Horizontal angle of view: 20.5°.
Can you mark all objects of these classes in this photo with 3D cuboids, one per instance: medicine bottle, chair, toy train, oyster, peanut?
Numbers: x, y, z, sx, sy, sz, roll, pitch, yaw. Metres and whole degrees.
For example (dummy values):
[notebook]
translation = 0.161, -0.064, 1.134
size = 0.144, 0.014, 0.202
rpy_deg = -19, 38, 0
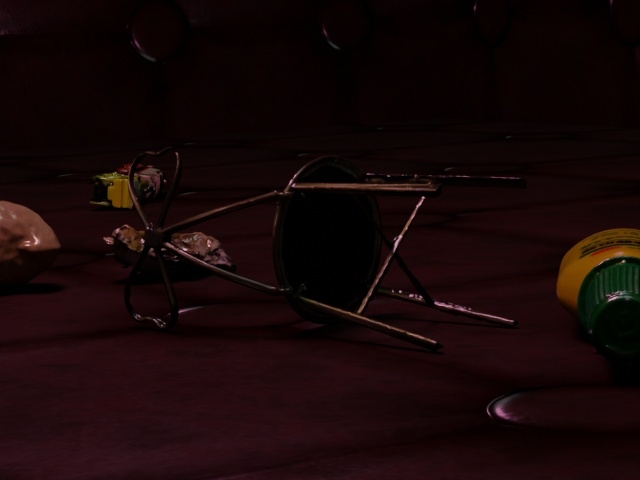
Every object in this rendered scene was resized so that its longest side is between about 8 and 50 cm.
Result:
[medicine bottle]
translation = 0.241, 0.045, 1.397
size = 0.111, 0.076, 0.309
rpy_deg = -2, 8, 10
[chair]
translation = 0.000, 0.000, 1.522
size = 0.325, 0.160, 0.170
rpy_deg = 5, 8, 38
[toy train]
translation = -0.285, -0.082, 2.658
size = 0.085, 0.053, 0.250
rpy_deg = 7, 8, 6
[oyster]
translation = -0.157, 0.014, 1.873
size = 0.108, 0.053, 0.165
rpy_deg = 13, 6, 26
[peanut]
translation = -0.396, 0.003, 1.822
size = 0.263, 0.101, 0.117
rpy_deg = -1, 18, 11
